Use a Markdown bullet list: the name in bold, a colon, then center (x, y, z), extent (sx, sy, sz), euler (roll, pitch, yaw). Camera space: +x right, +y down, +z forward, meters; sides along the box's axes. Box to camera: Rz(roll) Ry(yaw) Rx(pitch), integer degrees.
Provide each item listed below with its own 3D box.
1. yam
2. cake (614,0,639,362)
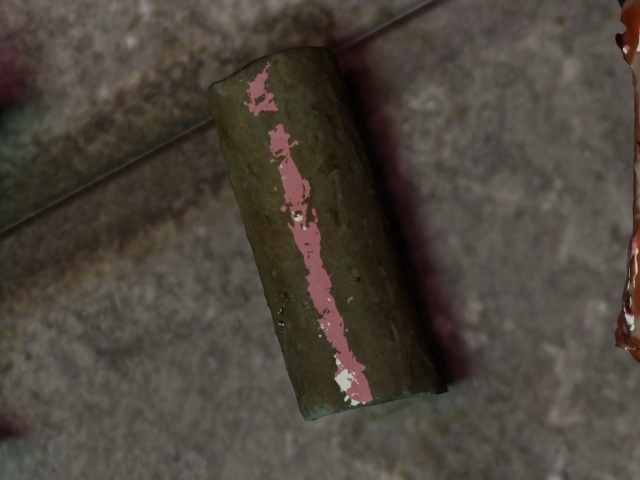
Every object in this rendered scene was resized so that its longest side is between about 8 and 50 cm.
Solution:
- **yam**: center (0.000, 0.000, 0.895), extent (0.068, 0.068, 0.169), euler (-24, 78, 27)
- **cake**: center (0.157, -0.059, 0.790), extent (0.135, 0.098, 0.287), euler (-22, 80, 27)
